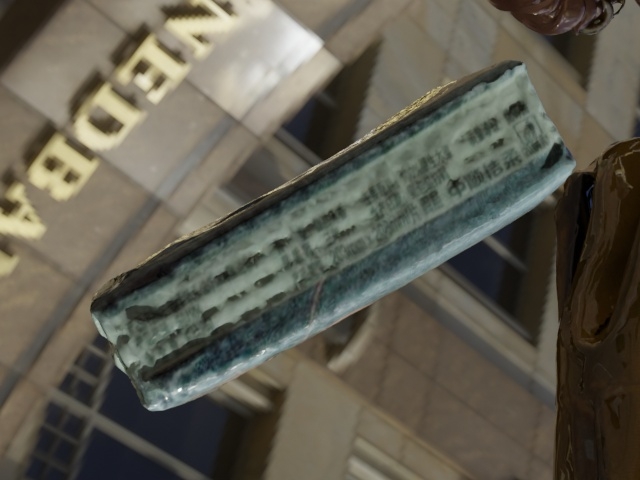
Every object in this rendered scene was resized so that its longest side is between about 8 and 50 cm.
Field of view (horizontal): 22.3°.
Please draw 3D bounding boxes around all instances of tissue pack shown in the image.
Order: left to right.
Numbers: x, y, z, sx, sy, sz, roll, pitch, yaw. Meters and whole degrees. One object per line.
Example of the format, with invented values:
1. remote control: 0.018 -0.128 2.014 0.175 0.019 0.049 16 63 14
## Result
1. tissue pack: 0.000 0.000 1.094 0.316 0.103 0.228 -30 -176 -7

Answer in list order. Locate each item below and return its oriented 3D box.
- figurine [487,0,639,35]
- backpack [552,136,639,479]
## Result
1. figurine: 0.172 -0.169 0.950 0.157 0.114 0.126 -27 -93 10
2. backpack: 0.255 0.120 0.769 0.201 0.353 0.378 -21 -127 50
